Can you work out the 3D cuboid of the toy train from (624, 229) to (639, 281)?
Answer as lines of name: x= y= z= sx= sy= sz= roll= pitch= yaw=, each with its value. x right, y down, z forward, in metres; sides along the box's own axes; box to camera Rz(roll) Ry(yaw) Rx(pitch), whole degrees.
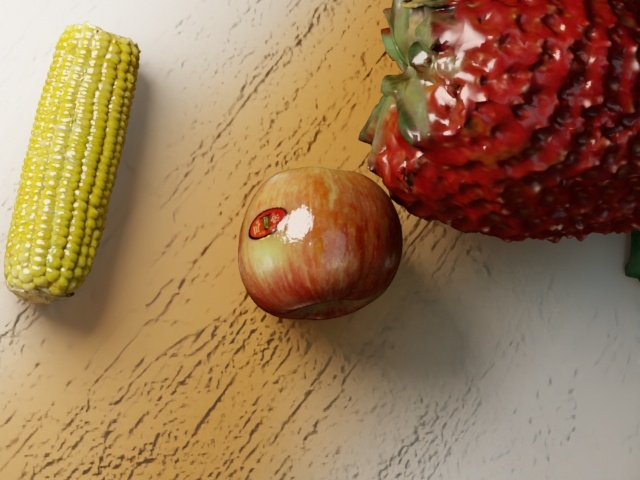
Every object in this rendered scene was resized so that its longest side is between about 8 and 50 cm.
toy train: x=0.430 y=-0.047 z=1.847 sx=0.266 sy=0.145 sz=0.202 roll=6 pitch=83 yaw=-23

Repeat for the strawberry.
strawberry: x=0.224 y=-0.146 z=1.689 sx=0.351 sy=0.267 sz=0.312 roll=12 pitch=72 yaw=-4

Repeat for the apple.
apple: x=0.000 y=0.000 z=1.650 sx=0.146 sy=0.146 sz=0.131 roll=1 pitch=73 yaw=-24

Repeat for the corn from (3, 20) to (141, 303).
corn: x=-0.211 y=-0.067 z=1.594 sx=0.081 sy=0.081 sz=0.248 roll=18 pitch=75 yaw=-21
